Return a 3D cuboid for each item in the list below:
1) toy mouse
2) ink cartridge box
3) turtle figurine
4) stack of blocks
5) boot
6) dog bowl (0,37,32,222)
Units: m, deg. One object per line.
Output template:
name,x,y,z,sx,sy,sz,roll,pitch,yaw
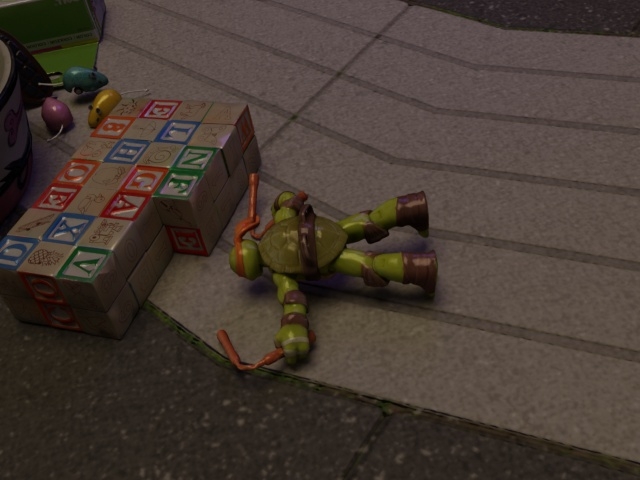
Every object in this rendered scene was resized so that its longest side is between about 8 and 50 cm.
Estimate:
toy mouse,-0.349,-0.205,1.077,0.143,0.031,0.161,30,60,20
ink cartridge box,-0.452,-0.337,1.213,0.188,0.097,0.255,-12,42,-1
turtle figurine,0.000,0.000,0.761,0.217,0.087,0.269,-7,42,4
stack of blocks,-0.200,-0.037,0.843,0.171,0.087,0.297,7,45,18
boot,-0.495,-0.274,1.127,0.082,0.219,0.106,-58,20,-8
dog bowl,-0.547,-0.100,0.941,0.408,0.150,0.408,-6,44,6
